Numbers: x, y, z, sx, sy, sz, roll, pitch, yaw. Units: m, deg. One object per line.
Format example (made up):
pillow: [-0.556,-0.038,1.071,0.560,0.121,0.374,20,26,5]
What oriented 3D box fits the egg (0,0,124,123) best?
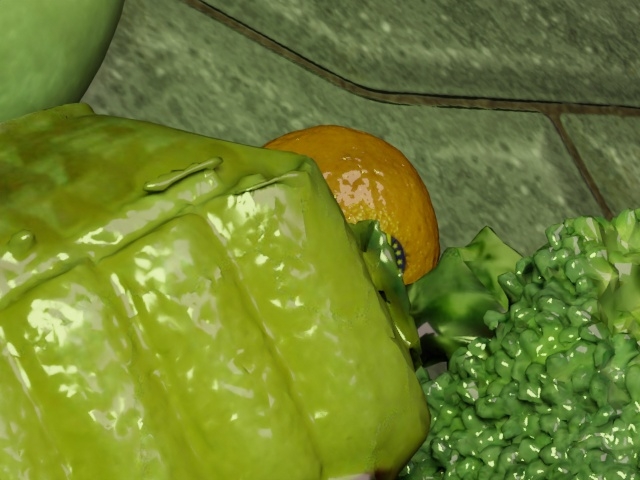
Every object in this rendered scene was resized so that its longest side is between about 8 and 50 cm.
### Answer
egg: [-0.227,-0.184,0.907,0.258,0.258,0.352,1,51,-43]

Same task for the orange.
orange: [0.001,-0.002,1.060,0.135,0.136,0.117,8,17,-38]

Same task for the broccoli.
broccoli: [0.157,0.161,0.929,0.338,0.277,0.317,27,36,-27]

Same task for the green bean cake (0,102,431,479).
green bean cake: [-0.144,0.059,0.791,0.310,0.285,0.202,-24,97,-27]
